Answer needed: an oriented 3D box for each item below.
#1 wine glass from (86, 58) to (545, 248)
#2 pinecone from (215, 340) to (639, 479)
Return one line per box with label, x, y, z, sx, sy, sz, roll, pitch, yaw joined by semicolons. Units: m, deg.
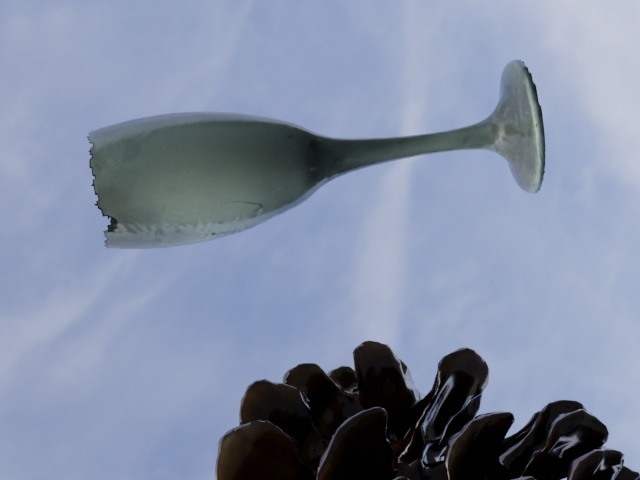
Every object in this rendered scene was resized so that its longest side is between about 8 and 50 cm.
wine glass;0.000;0.000;0.898;0.264;0.309;0.096;85;174;-47
pinecone;0.073;0.181;0.593;0.246;0.292;0.246;-10;-75;-44
